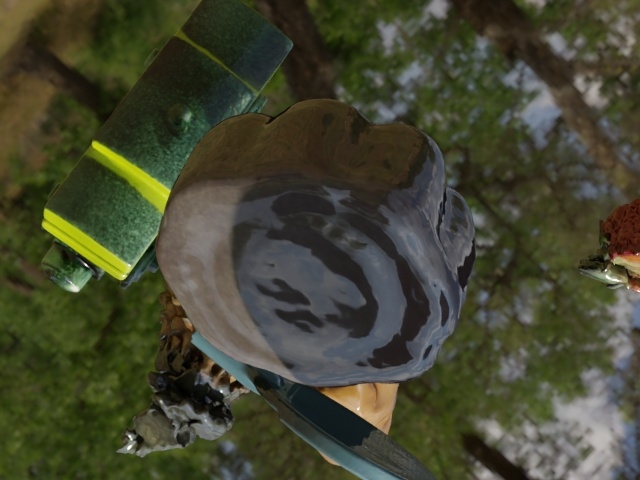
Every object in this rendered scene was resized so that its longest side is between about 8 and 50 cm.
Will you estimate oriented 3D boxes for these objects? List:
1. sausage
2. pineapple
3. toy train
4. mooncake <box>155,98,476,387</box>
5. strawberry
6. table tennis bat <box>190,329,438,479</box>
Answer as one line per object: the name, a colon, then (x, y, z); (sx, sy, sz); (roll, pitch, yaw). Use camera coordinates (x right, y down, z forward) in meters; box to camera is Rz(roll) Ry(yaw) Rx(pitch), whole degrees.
sausage: (0.040, 0.204, 1.694); (0.241, 0.120, 0.136); (96, 17, -50)
pineapple: (-0.134, 0.137, 1.644); (0.357, 0.223, 0.223); (-60, -169, -8)
toy train: (-0.204, -0.126, 1.668); (0.442, 0.179, 0.272); (-56, -174, -16)
mooncake: (0.000, 0.000, 1.251); (0.306, 0.306, 0.154); (-40, -161, 39)
strawberry: (0.450, 0.010, 1.574); (0.286, 0.188, 0.106); (5, -106, 47)
table tennis bat: (-0.004, 0.194, 1.448); (0.044, 0.329, 0.215); (-56, 176, 5)
